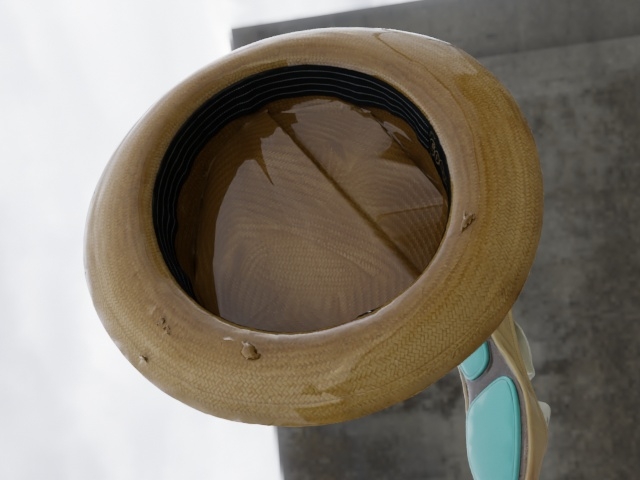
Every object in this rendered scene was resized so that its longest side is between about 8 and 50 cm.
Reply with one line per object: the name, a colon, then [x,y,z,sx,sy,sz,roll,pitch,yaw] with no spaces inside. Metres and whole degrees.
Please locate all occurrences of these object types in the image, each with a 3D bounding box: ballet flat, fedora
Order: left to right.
fedora: [0.000,0.000,0.478,0.079,0.194,0.194,67,-159,-51]
ballet flat: [0.158,0.124,1.002,0.080,0.073,0.232,-49,39,41]
